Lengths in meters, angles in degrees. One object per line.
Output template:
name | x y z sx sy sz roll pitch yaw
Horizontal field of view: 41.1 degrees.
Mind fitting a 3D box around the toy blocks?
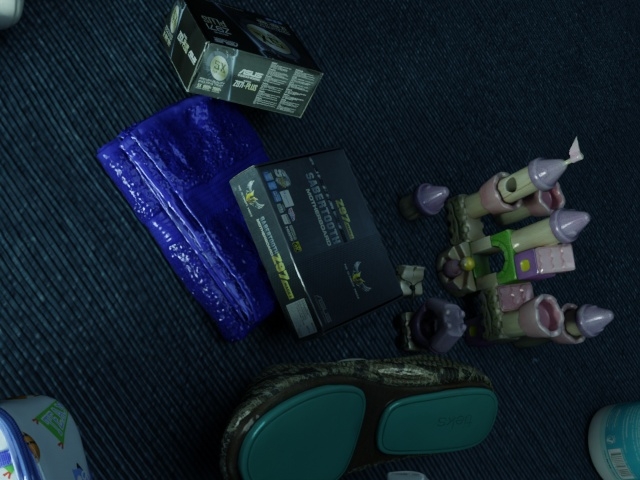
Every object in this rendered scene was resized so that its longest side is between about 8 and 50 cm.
toy blocks | 0.300 0.018 1.303 0.308 0.260 0.289 6 71 -35

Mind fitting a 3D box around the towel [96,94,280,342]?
towel | -0.121 -0.045 1.134 0.227 0.076 0.308 -38 98 -38

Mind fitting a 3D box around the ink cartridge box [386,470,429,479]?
ink cartridge box | 0.118 0.423 1.092 0.181 0.056 0.225 59 31 -63

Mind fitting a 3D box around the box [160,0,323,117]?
box | -0.110 -0.255 1.175 0.180 0.078 0.147 8 36 -33

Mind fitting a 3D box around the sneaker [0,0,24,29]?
sneaker | -0.355 -0.387 1.064 0.123 0.106 0.290 9 67 -31

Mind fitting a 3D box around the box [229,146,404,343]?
box | 0.000 0.000 1.136 0.183 0.059 0.233 -18 85 -49

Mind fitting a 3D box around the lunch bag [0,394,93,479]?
lunch bag | -0.335 0.268 0.736 0.243 0.303 0.115 70 15 6

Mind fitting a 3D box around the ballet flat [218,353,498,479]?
ballet flat | 0.026 0.215 1.089 0.482 0.182 0.164 2 106 -44

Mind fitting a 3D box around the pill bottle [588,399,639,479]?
pill bottle | 0.584 0.326 1.397 0.146 0.264 0.146 13 67 -33
